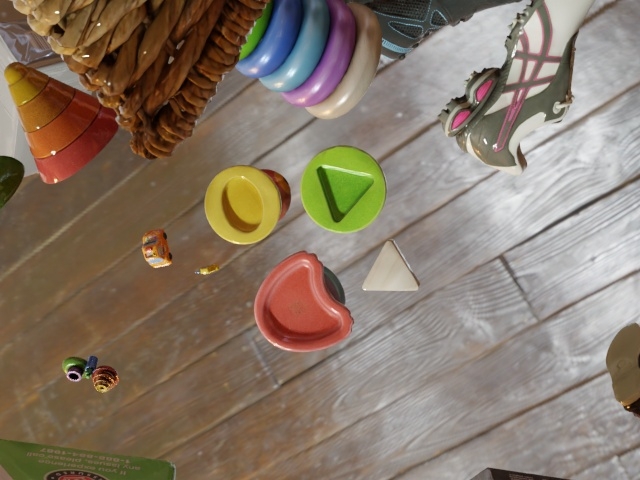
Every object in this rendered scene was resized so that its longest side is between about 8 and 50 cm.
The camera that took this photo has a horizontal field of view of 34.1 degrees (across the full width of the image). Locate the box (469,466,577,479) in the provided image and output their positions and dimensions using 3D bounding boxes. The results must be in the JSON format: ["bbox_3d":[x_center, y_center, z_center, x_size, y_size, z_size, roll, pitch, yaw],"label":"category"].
[{"bbox_3d":[0.205,0.339,1.081,0.242,0.307,0.076,-45,45,31],"label":"box"}]

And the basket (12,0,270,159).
[{"bbox_3d":[-0.092,-0.240,0.554,0.213,0.223,0.299,-31,49,7],"label":"basket"}]

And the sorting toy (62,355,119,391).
[{"bbox_3d":[-0.398,0.234,1.796,0.102,0.042,0.061,13,132,-5],"label":"sorting toy"}]

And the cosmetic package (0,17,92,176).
[{"bbox_3d":[-0.414,-0.208,1.527,0.107,0.127,0.238,53,141,18],"label":"cosmetic package"}]

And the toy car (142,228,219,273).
[{"bbox_3d":[-0.212,0.017,1.542,0.122,0.040,0.060,5,99,19],"label":"toy car"}]

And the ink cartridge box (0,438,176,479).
[{"bbox_3d":[-0.163,0.176,0.395,0.198,0.273,0.115,10,101,-8],"label":"ink cartridge box"}]

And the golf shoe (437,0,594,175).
[{"bbox_3d":[0.256,-0.203,1.194,0.120,0.105,0.273,40,116,10],"label":"golf shoe"}]

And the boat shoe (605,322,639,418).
[{"bbox_3d":[0.335,0.138,1.107,0.042,0.133,0.049,40,120,-15],"label":"boat shoe"}]

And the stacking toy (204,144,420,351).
[{"bbox_3d":[0.000,0.000,1.624,0.279,0.130,0.309,-21,91,13],"label":"stacking toy"}]

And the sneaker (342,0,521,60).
[{"bbox_3d":[0.127,-0.323,1.399,0.341,0.125,0.139,-8,132,-12],"label":"sneaker"}]

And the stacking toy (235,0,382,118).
[{"bbox_3d":[-0.097,-0.245,1.144,0.141,0.330,0.141,-29,53,48],"label":"stacking toy"}]

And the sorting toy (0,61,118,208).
[{"bbox_3d":[-0.408,-0.095,1.196,0.365,0.127,0.126,-26,124,18],"label":"sorting toy"}]
